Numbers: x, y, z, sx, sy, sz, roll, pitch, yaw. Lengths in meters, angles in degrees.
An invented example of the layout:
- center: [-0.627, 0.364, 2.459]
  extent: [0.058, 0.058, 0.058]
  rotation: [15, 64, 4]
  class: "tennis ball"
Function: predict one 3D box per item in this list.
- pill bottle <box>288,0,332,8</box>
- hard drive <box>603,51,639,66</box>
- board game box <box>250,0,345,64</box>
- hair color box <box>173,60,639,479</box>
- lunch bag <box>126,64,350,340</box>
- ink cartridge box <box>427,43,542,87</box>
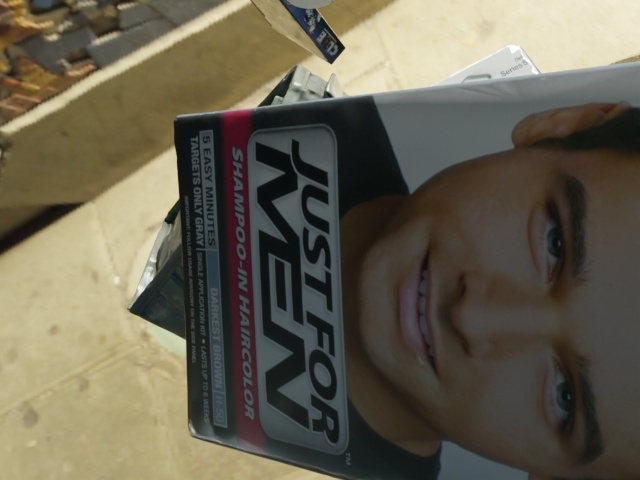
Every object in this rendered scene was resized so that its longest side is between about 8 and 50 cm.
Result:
- center: [-0.015, -0.326, 1.152]
  extent: [0.086, 0.086, 0.152]
  rotation: [-24, 52, 27]
  class: "pill bottle"
- center: [0.487, -0.254, 1.678]
  extent: [0.172, 0.255, 0.054]
  rotation: [-24, 99, -13]
  class: "hard drive"
- center: [-0.071, -0.404, 1.801]
  extent: [0.165, 0.243, 0.042]
  rotation: [38, 88, 35]
  class: "board game box"
- center: [0.083, 0.021, 0.497]
  extent: [0.375, 0.114, 0.185]
  rotation: [2, 96, 48]
  class: "hair color box"
- center: [0.000, 0.000, 0.985]
  extent: [0.287, 0.235, 0.169]
  rotation: [-47, 20, 38]
  class: "lunch bag"
- center: [0.211, -0.140, 1.574]
  extent: [0.198, 0.273, 0.114]
  rotation: [-29, 73, -13]
  class: "ink cartridge box"
